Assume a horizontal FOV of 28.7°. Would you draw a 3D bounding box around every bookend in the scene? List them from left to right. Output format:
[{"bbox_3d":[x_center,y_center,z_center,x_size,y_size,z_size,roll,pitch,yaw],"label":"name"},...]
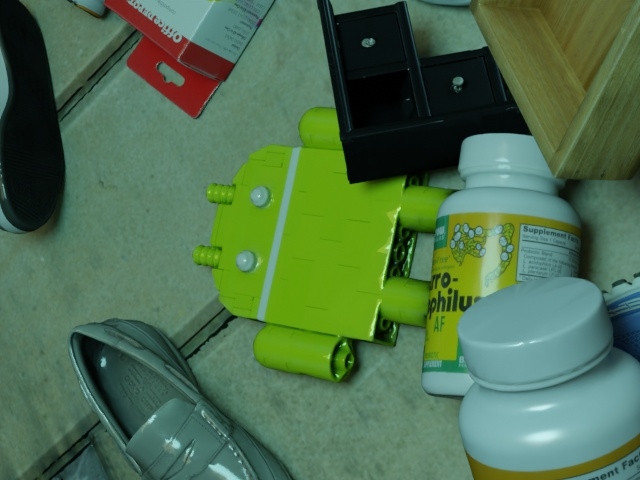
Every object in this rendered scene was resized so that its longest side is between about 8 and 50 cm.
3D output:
[{"bbox_3d":[0.086,-0.143,1.081,0.157,0.072,0.156,-9,60,2],"label":"bookend"}]

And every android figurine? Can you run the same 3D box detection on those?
[{"bbox_3d":[0.000,0.000,1.143,0.273,0.056,0.248,10,84,32],"label":"android figurine"}]

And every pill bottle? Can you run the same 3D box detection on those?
[{"bbox_3d":[0.147,0.025,1.003,0.118,0.118,0.208,1,80,33],"label":"pill bottle"},{"bbox_3d":[0.175,0.156,0.876,0.136,0.136,0.245,-7,111,31],"label":"pill bottle"}]

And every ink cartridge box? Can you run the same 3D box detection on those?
[{"bbox_3d":[-0.125,-0.257,1.267,0.134,0.078,0.231,39,101,33],"label":"ink cartridge box"}]

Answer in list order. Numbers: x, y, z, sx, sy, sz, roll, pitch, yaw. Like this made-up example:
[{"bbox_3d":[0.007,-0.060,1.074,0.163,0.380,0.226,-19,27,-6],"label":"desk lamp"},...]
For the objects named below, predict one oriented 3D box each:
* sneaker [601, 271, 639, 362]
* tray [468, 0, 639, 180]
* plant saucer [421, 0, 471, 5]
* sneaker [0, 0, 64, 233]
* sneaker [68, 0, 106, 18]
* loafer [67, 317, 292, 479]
[{"bbox_3d":[0.328,0.093,0.866,0.330,0.130,0.147,-3,75,32],"label":"sneaker"},{"bbox_3d":[0.229,-0.257,0.833,0.411,0.076,0.202,111,151,-43],"label":"tray"},{"bbox_3d":[0.072,-0.390,1.045,0.400,0.101,0.400,26,125,44],"label":"plant saucer"},{"bbox_3d":[-0.392,-0.117,1.375,0.178,0.124,0.295,-23,59,21],"label":"sneaker"},{"bbox_3d":[-0.283,-0.366,1.396,0.121,0.099,0.262,-44,67,8],"label":"sneaker"},{"bbox_3d":[-0.129,0.191,1.143,0.319,0.111,0.112,43,103,32],"label":"loafer"}]
